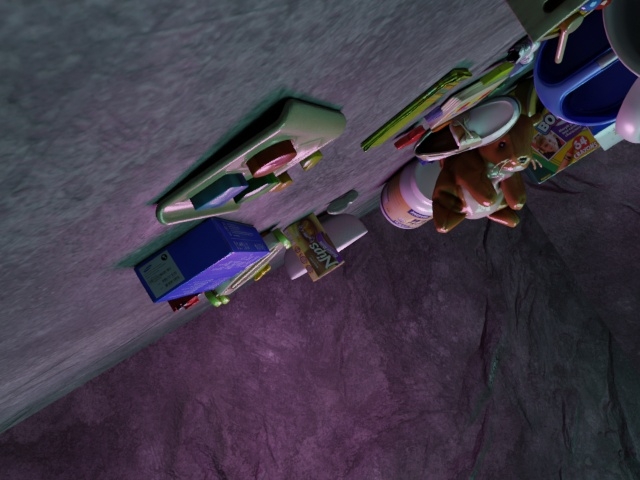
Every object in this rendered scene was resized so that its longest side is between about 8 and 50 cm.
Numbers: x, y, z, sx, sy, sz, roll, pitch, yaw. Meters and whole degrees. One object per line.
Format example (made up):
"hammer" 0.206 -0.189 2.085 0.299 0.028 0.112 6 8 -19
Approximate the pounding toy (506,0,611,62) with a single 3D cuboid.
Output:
"pounding toy" 0.339 -0.321 0.695 0.130 0.100 0.141 -29 175 -41

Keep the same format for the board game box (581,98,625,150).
"board game box" 0.720 -0.409 1.238 0.224 0.304 0.097 -35 142 31

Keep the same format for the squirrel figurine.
"squirrel figurine" 0.505 -0.271 1.554 0.280 0.397 0.371 1 144 -5

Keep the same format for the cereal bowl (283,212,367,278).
"cereal bowl" 0.000 0.000 1.883 0.338 0.141 0.339 -33 177 -2

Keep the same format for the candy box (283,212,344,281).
"candy box" -0.022 0.020 1.583 0.109 0.187 0.053 -30 175 -28

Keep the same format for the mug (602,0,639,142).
"mug" 0.611 -0.327 0.806 0.327 0.276 0.374 -14 136 -47

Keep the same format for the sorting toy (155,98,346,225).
"sorting toy" -0.062 -0.100 0.714 0.229 0.041 0.307 -34 176 22

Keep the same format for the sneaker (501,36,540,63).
"sneaker" 0.401 -0.377 1.031 0.069 0.038 0.098 -31 167 5

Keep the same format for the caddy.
"caddy" 0.624 -0.397 1.057 0.341 0.241 0.179 -35 180 32

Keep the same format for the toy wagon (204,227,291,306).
"toy wagon" -0.204 0.075 1.471 0.267 0.068 0.344 -41 178 -4

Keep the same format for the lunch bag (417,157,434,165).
"lunch bag" 0.358 -0.286 1.666 0.067 0.065 0.098 -32 176 -8

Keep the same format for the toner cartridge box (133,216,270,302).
"toner cartridge box" -0.215 0.037 1.011 0.165 0.075 0.348 -32 176 3

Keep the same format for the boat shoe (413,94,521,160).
"boat shoe" 0.390 -0.292 1.367 0.302 0.113 0.103 -27 177 41

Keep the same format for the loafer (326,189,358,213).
"loafer" 0.069 -0.120 1.639 0.125 0.045 0.039 -34 -176 -20

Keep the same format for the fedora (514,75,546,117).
"fedora" 0.659 -0.455 1.584 0.079 0.195 0.194 15 -152 35

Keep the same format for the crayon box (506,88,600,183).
"crayon box" 0.807 -0.421 1.711 0.362 0.313 0.106 -33 180 12

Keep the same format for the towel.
"towel" 0.186 -0.251 0.990 0.237 0.021 0.102 -35 175 36

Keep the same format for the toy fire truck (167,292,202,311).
"toy fire truck" -0.376 0.156 1.491 0.192 0.047 0.135 -35 176 27

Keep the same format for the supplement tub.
"supplement tub" 0.386 -0.188 1.966 0.228 0.228 0.316 -31 176 -19

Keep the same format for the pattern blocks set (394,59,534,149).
"pattern blocks set" 0.341 -0.332 1.190 0.324 0.026 0.285 -30 176 -32
